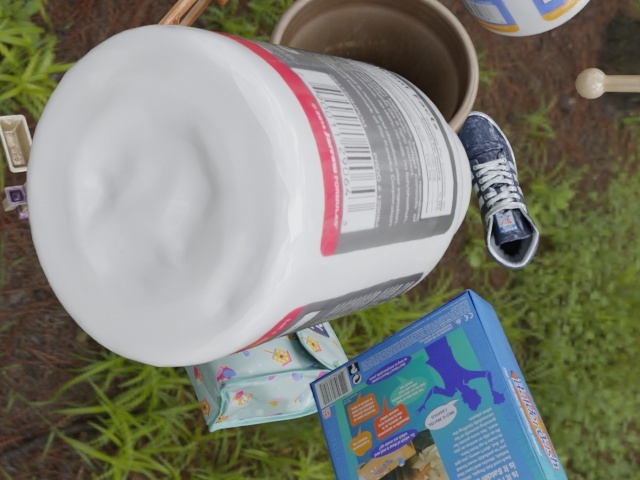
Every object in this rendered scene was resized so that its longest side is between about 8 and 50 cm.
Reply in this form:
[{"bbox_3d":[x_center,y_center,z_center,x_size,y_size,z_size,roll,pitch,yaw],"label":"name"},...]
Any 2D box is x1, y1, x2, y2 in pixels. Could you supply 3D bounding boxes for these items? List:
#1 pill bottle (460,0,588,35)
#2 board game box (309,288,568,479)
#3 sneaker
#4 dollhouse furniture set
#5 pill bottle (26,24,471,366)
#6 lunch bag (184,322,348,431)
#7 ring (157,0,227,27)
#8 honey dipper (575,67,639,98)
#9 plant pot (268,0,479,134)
[{"bbox_3d":[0.153,-0.318,0.856,0.272,0.152,0.152,35,66,-52],"label":"pill bottle"},{"bbox_3d":[0.089,0.165,0.694,0.047,0.160,0.210,34,31,-46],"label":"board game box"},{"bbox_3d":[0.305,-0.083,1.619,0.153,0.099,0.282,-72,144,-75],"label":"sneaker"},{"bbox_3d":[-0.325,-0.086,0.987,0.091,0.081,0.114,-12,80,-38],"label":"dollhouse furniture set"},{"bbox_3d":[-0.014,-0.033,0.603,0.319,0.176,0.176,-9,98,-62],"label":"pill bottle"},{"bbox_3d":[-0.086,0.176,1.551,0.262,0.223,0.160,-6,135,-26],"label":"lunch bag"},{"bbox_3d":[-0.192,-0.229,1.143,0.032,0.337,0.336,41,60,-10],"label":"ring"},{"bbox_3d":[0.221,-0.085,0.514,0.030,0.161,0.030,-13,106,-56],"label":"honey dipper"},{"bbox_3d":[0.054,-0.175,1.245,0.263,0.229,0.262,2,69,-5],"label":"plant pot"}]
